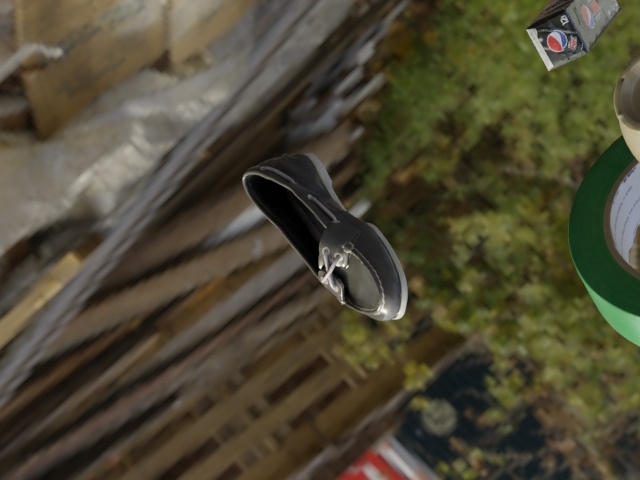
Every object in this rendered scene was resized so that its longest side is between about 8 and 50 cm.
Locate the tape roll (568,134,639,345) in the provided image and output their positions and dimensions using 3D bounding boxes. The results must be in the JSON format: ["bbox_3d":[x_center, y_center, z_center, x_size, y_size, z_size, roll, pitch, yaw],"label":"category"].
[{"bbox_3d":[0.436,-0.021,1.731,0.321,0.321,0.077,-43,133,-7],"label":"tape roll"}]

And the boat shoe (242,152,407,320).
[{"bbox_3d":[0.000,0.000,1.992,0.095,0.335,0.112,-9,127,-23],"label":"boat shoe"}]

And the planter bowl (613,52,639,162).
[{"bbox_3d":[0.379,-0.143,1.661,0.109,0.162,0.162,21,120,-42],"label":"planter bowl"}]

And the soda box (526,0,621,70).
[{"bbox_3d":[0.293,-0.256,1.817,0.053,0.060,0.169,-24,-167,31],"label":"soda box"}]
